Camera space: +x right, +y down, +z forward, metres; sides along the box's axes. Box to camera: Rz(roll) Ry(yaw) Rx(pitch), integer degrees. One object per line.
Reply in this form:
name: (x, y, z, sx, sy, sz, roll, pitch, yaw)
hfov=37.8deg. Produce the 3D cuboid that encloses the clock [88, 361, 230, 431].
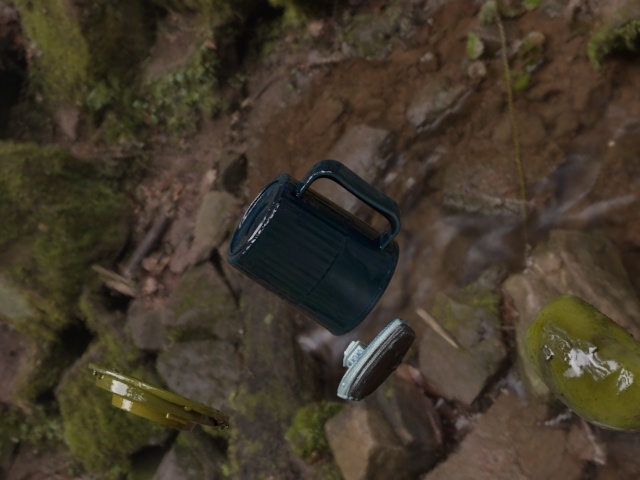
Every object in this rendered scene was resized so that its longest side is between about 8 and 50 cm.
clock: (-0.255, 0.252, 1.446, 0.237, 0.237, 0.057, 7, 73, 47)

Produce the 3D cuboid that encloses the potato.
potato: (0.430, 0.197, 1.519, 0.160, 0.111, 0.271, -52, 52, 10)

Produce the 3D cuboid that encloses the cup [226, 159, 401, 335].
cup: (-0.008, 0.016, 1.941, 0.308, 0.292, 0.242, -33, 28, 56)

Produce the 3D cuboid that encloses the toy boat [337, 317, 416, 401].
toy boat: (0.068, 0.159, 1.275, 0.140, 0.059, 0.066, -53, 50, 5)
